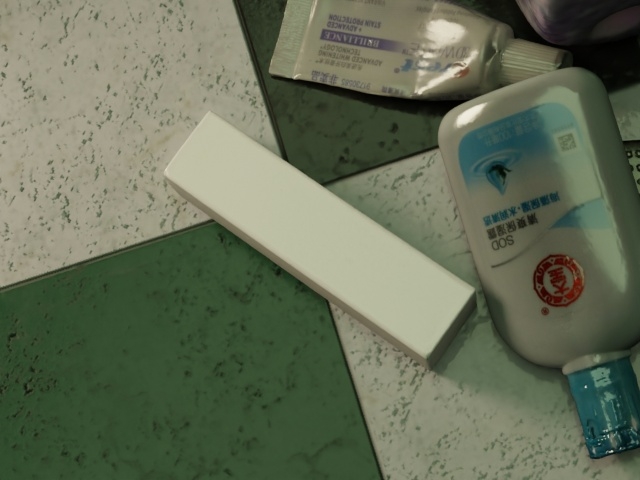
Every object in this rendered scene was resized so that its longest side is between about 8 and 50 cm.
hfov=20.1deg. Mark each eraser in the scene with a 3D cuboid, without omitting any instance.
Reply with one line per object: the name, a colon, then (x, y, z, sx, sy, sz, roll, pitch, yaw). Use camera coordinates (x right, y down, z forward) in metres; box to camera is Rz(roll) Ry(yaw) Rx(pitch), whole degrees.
eraser: (0.001, -0.001, 1.644, 0.298, 0.076, 0.078, 35, 83, 12)

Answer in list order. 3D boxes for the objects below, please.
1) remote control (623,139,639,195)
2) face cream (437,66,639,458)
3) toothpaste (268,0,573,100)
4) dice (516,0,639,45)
remote control: (0.344, -0.067, 1.646, 0.212, 0.028, 0.059, -3, 80, 6)
face cream: (0.219, 0.025, 1.597, 0.163, 0.080, 0.336, -18, 84, 24)
toothpaste: (0.096, -0.184, 1.689, 0.282, 0.068, 0.099, 13, 51, 16)
dice: (0.270, -0.349, 1.594, 0.270, 0.271, 0.270, -22, 76, 2)
